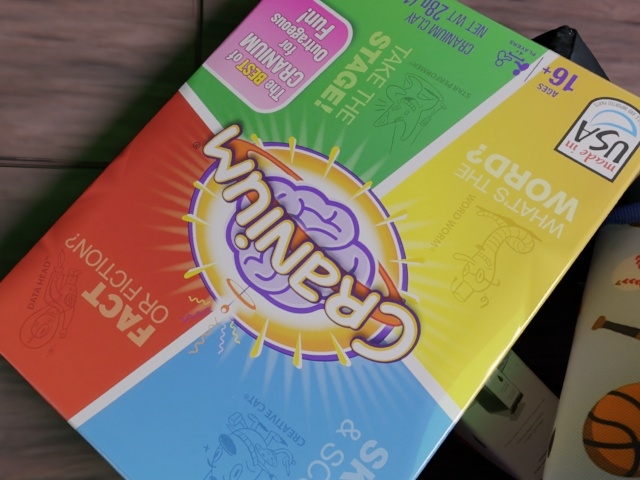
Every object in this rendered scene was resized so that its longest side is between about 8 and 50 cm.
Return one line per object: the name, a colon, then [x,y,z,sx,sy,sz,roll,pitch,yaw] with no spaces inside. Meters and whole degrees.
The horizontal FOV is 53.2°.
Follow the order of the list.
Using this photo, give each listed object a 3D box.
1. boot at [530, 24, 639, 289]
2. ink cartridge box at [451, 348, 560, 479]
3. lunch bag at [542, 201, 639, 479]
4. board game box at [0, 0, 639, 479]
boot: [0.239,-0.085,0.480,0.246,0.094,0.207,-46,107,-5]
ink cartridge box: [0.092,0.090,0.436,0.135,0.099,0.056,45,80,-12]
lunch bag: [0.310,0.195,0.339,0.385,0.239,0.328,47,54,-23]
board game box: [0.000,0.000,0.365,0.242,0.064,0.316,35,79,18]
